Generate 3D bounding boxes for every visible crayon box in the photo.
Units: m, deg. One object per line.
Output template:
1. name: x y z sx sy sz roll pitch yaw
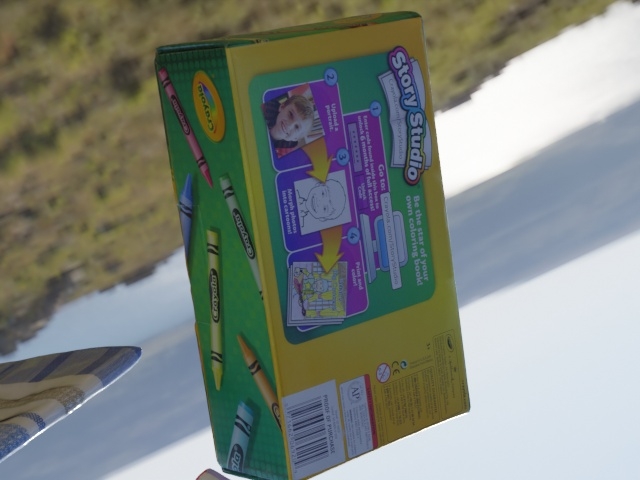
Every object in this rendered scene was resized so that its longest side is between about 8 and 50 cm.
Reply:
1. crayon box: 0.000 0.000 0.940 0.165 0.278 0.081 -16 -168 -40

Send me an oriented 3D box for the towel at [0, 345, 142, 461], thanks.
1. towel: -0.296 0.151 1.128 0.209 0.034 0.285 -11 -166 35

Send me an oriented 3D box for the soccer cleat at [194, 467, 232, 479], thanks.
1. soccer cleat: -0.098 0.277 1.154 0.083 0.095 0.248 -35 162 -47
